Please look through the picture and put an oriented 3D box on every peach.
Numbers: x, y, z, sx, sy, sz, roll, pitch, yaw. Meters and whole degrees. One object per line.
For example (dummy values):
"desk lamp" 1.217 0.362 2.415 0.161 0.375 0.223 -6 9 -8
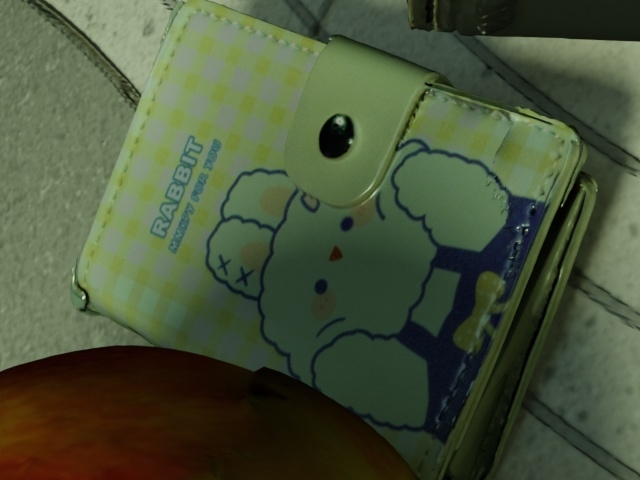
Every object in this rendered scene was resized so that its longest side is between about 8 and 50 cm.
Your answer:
"peach" -0.109 0.223 0.758 0.370 0.370 0.370 -17 61 34

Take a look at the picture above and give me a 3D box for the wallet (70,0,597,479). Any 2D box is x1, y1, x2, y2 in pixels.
"wallet" 0.000 0.000 0.946 0.309 0.077 0.223 26 92 42

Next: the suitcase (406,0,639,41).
"suitcase" 0.108 -0.272 0.740 0.194 0.434 0.283 3 70 7
